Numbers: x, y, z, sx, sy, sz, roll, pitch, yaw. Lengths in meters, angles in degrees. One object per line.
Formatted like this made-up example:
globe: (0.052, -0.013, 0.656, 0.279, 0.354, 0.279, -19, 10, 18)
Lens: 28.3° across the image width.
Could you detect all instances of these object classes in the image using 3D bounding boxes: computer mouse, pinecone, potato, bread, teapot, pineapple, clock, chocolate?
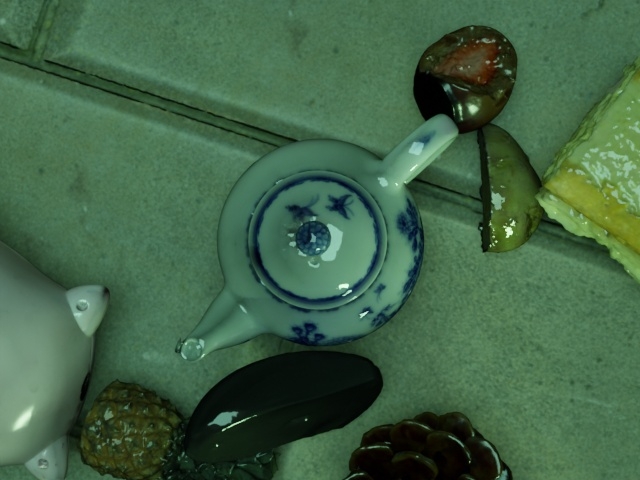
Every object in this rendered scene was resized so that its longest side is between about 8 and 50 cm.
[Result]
computer mouse: (-0.053, 0.192, 1.553, 0.269, 0.137, 0.086, -11, 59, -30)
pinecone: (0.110, 0.333, 1.498, 0.244, 0.309, 0.244, 3, 97, 25)
potato: (0.246, -0.071, 1.590, 0.089, 0.100, 0.172, 0, 85, 0)
bread: (0.468, -0.039, 1.523, 0.375, 0.165, 0.236, 37, 75, 4)
teapot: (0.000, 0.000, 1.515, 0.424, 0.280, 0.252, -41, 86, 1)
pineapple: (-0.176, 0.266, 1.604, 0.248, 0.128, 0.128, 19, 90, 2)
clock: (-0.473, 0.137, 1.567, 0.376, 0.250, 0.368, 14, 89, 6)
chocolate: (0.187, -0.204, 1.586, 0.133, 0.127, 0.124, -29, 95, -16)
